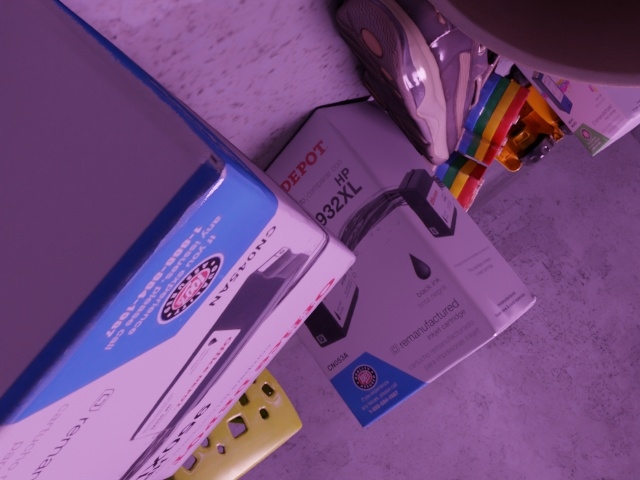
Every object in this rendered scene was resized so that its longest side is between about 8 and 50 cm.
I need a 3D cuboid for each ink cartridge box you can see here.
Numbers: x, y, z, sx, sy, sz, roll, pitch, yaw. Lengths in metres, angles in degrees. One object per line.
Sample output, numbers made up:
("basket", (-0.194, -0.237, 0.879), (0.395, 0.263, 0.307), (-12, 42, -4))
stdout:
("ink cartridge box", (-0.147, 0.047, 0.509), (0.285, 0.166, 0.395), (-49, 167, 2))
("ink cartridge box", (0.057, 0.024, 0.858), (0.223, 0.307, 0.129), (-45, 165, 35))
("ink cartridge box", (0.391, -0.251, 1.071), (0.093, 0.212, 0.154), (-34, 170, -7))

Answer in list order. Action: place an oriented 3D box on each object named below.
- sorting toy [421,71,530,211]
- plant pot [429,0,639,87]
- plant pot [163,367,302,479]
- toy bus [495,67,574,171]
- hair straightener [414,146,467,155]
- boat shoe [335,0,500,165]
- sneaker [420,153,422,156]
("sorting toy", (0.215, -0.125, 1.092), (0.257, 0.089, 0.255), (-59, 171, -7))
("plant pot", (0.176, -0.238, 0.395), (0.256, 0.256, 0.274), (-44, -176, 30))
("plant pot", (-0.202, 0.242, 1.088), (0.227, 0.207, 0.228), (-29, -168, -39))
("toy bus", (0.398, -0.258, 1.325), (0.220, 0.149, 0.211), (-42, -175, 31))
("hair straightener", (0.196, -0.133, 1.255), (0.230, 0.089, 0.047), (-38, 168, -1))
("boat shoe", (0.121, -0.171, 0.723), (0.130, 0.132, 0.355), (-39, 171, 6))
("sneaker", (0.172, -0.078, 1.366), (0.078, 0.106, 0.234), (-30, 167, -43))
